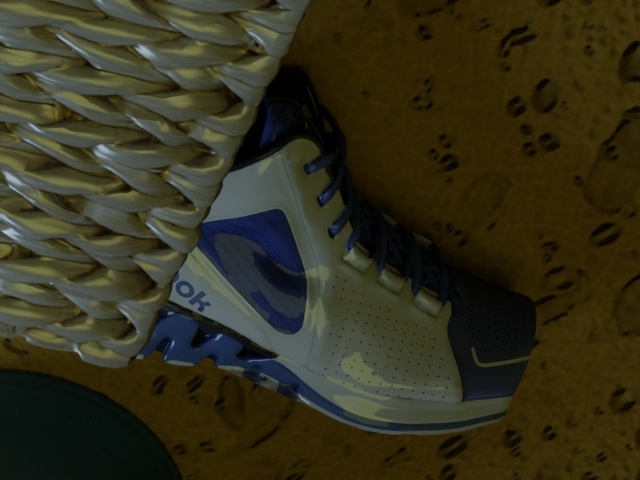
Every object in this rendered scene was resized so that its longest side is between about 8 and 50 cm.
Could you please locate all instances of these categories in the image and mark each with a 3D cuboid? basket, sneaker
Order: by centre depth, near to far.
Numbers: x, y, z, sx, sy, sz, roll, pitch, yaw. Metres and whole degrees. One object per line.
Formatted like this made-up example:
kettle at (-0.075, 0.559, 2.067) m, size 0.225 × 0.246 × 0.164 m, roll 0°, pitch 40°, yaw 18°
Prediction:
basket at (-0.180, -0.153, 0.741) m, size 0.328 × 0.331 × 0.266 m, roll 16°, pitch 120°, yaw -13°
sneaker at (-0.001, 0.000, 0.961) m, size 0.315 × 0.127 × 0.182 m, roll 14°, pitch 121°, yaw -11°

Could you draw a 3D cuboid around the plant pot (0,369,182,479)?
plant pot at (-0.222, 0.269, 1.027) m, size 0.271 × 0.255 × 0.272 m, roll -2°, pitch 121°, yaw -4°
